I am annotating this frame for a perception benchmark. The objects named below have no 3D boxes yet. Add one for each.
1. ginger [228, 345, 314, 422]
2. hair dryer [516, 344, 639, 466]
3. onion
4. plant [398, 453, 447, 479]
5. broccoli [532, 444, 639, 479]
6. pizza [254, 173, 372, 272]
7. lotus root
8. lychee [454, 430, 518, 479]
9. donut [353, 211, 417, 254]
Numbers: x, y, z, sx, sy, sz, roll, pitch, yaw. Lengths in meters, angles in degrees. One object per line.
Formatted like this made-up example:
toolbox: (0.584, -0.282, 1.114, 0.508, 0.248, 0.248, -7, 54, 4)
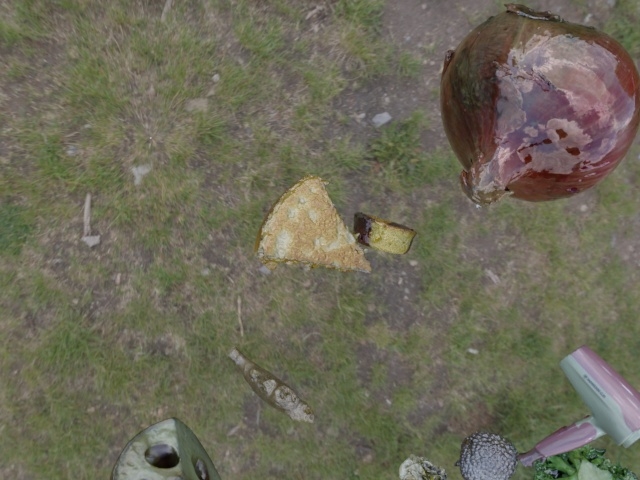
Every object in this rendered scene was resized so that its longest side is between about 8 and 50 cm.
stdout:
ginger: (-0.145, 0.426, 1.637, 0.080, 0.333, 0.166, -44, 128, -25)
hair dryer: (0.276, 0.202, 0.630, 0.054, 0.106, 0.154, 8, 126, -52)
onion: (0.367, -0.231, 1.003, 0.354, 0.354, 0.353, -3, 101, -16)
plant: (0.233, 0.499, 1.211, 0.117, 0.122, 0.104, -2, 65, -25)
broccoli: (0.503, 0.475, 1.103, 0.196, 0.156, 0.195, 1, 64, -2)
pizza: (0.000, 0.000, 0.961, 0.199, 0.062, 0.188, 36, 70, 2)
lotus root: (-0.293, 0.470, 1.079, 0.210, 0.142, 0.314, -20, 134, -18)
lychee: (0.205, 0.273, 0.709, 0.067, 0.083, 0.068, 20, 51, -45)
donut: (0.121, -0.015, 1.123, 0.141, 0.140, 0.059, 12, 98, -18)
